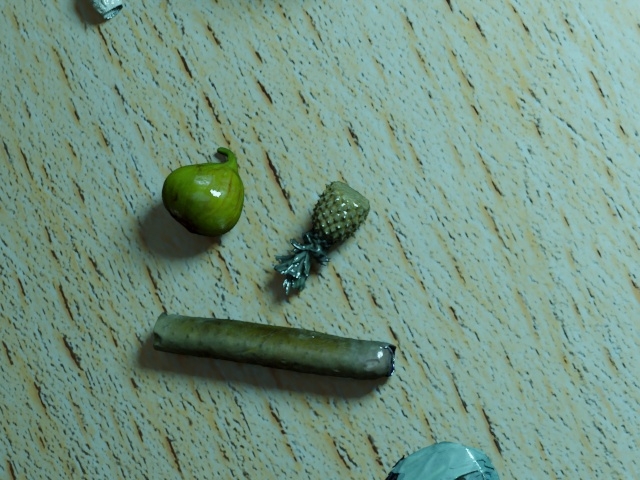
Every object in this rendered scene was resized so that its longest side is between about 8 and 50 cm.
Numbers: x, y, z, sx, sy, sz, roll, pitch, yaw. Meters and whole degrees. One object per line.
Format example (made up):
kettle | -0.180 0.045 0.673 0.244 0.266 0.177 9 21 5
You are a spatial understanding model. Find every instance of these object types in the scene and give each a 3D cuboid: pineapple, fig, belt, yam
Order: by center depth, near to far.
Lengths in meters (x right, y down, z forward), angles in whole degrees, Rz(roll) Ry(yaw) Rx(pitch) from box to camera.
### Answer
belt | 0.115 0.260 1.909 0.140 0.058 0.105 -47 65 9
yam | -0.048 0.109 1.993 0.264 0.046 0.046 6 82 20
pineapple | 0.000 0.000 2.002 0.058 0.058 0.124 41 108 20
fig | -0.113 -0.053 2.031 0.098 0.082 0.084 -49 34 -12

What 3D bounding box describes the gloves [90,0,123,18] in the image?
gloves | -0.236 -0.274 2.130 0.044 0.037 0.081 -25 64 -25
